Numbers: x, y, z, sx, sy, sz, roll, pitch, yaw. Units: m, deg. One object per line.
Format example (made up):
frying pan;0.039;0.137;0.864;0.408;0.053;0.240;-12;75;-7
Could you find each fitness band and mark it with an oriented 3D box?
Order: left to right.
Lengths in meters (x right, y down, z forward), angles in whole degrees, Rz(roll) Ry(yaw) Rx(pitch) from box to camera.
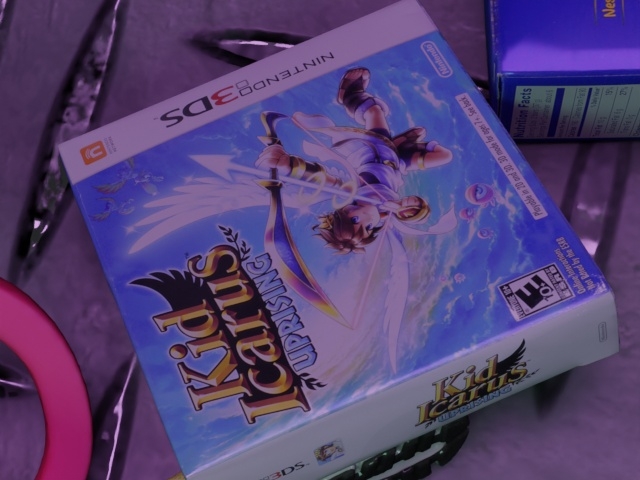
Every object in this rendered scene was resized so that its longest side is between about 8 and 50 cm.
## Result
fitness band;-0.266;0.127;0.873;0.291;0.054;0.209;-22;107;-13

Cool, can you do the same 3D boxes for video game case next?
video game case;0.000;0.000;0.921;0.244;0.061;0.269;-24;49;-4

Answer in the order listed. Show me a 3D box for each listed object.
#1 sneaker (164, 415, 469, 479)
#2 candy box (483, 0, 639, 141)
sneaker;-0.025;0.118;0.920;0.209;0.081;0.094;-21;61;-10
candy box;0.257;-0.201;0.992;0.317;0.122;0.268;0;70;3
